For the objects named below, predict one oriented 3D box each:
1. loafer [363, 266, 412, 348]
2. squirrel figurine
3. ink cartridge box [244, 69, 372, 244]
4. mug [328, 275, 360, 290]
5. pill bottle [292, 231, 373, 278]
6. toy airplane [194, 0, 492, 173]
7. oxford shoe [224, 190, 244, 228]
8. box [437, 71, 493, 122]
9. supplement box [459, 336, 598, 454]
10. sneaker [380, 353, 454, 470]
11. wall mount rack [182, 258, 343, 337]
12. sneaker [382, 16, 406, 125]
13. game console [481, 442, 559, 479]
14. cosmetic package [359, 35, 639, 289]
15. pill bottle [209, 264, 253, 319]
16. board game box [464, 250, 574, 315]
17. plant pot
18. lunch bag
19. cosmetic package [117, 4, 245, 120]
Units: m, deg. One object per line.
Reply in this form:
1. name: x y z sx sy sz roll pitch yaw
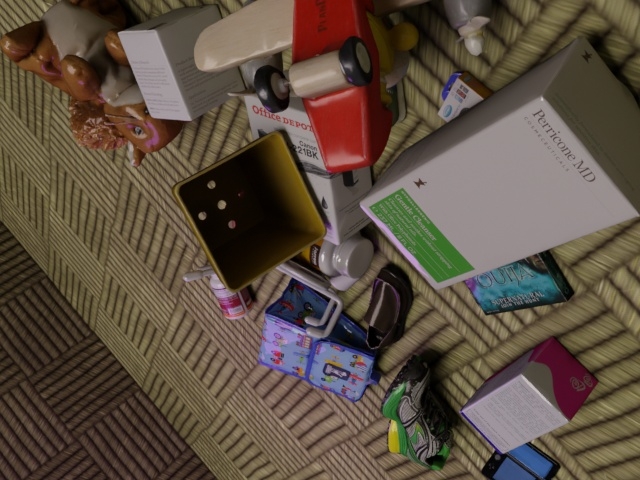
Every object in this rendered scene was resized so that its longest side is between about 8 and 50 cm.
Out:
1. loafer: 0.132 0.150 1.462 0.080 0.078 0.220 29 141 32
2. squirrel figurine: -0.469 -0.349 1.628 0.370 0.281 0.397 44 162 -5
3. ink cartridge box: -0.016 -0.155 1.325 0.197 0.114 0.273 25 137 38
4. mug: 0.054 0.060 1.495 0.078 0.062 0.064 45 140 -9
5. pill bottle: 0.000 0.000 1.448 0.215 0.117 0.117 25 138 36
6. toy airplane: 0.038 -0.314 0.989 0.386 0.384 0.272 39 -174 33
7. oxford shoe: -0.180 -0.066 1.611 0.130 0.123 0.348 38 144 30
8. box: 0.234 -0.188 1.067 0.136 0.028 0.081 41 146 13
9. supplement box: 0.363 0.278 1.268 0.114 0.111 0.220 45 147 11
10. sneaker: 0.225 0.371 1.537 0.146 0.134 0.343 21 145 29
11. wall mount rack: -0.106 0.086 1.479 0.304 0.130 0.350 28 179 -2
12. sneaker: 0.082 -0.258 1.133 0.064 0.086 0.192 16 132 43
13. game console: 0.399 0.460 1.438 0.122 0.107 0.071 35 171 26
14. cosmetic package: 0.250 -0.087 0.987 0.197 0.155 0.365 47 146 -9
15. pill bottle: -0.240 0.126 1.894 0.086 0.086 0.152 10 128 46
16. board game box: 0.315 0.058 1.199 0.126 0.026 0.186 56 147 -7
17. plant pot: -0.153 -0.058 1.309 0.187 0.212 0.212 13 132 63
18. lunch bag: 0.014 0.257 1.697 0.293 0.138 0.221 28 140 14
19. cosmetic package: -0.274 -0.354 1.423 0.151 0.151 0.184 13 130 45
